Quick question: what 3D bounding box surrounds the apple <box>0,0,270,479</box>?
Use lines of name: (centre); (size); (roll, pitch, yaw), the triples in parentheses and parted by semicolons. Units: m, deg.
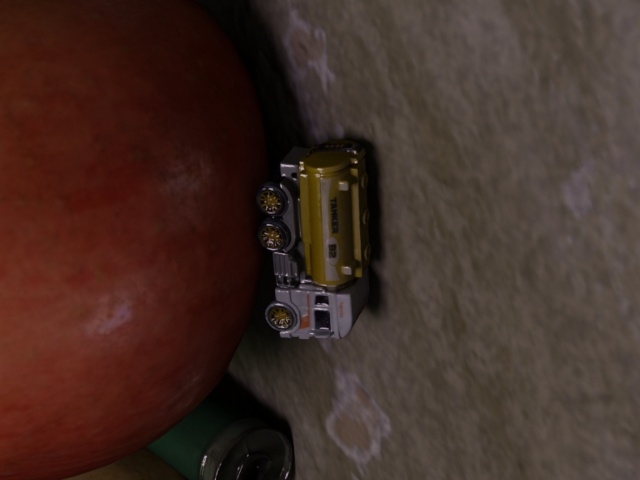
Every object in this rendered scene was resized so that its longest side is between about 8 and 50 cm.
apple: (-0.223, -0.014, 0.758); (0.364, 0.364, 0.363); (36, 137, 43)

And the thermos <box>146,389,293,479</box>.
thermos: (-0.104, 0.142, 0.944); (0.188, 0.083, 0.073); (26, 123, 44)

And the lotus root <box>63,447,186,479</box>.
lotus root: (-0.212, 0.266, 1.109); (0.310, 0.183, 0.182); (29, 132, 50)

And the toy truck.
toy truck: (0.000, 0.000, 0.706); (0.063, 0.052, 0.123); (6, 119, 18)
